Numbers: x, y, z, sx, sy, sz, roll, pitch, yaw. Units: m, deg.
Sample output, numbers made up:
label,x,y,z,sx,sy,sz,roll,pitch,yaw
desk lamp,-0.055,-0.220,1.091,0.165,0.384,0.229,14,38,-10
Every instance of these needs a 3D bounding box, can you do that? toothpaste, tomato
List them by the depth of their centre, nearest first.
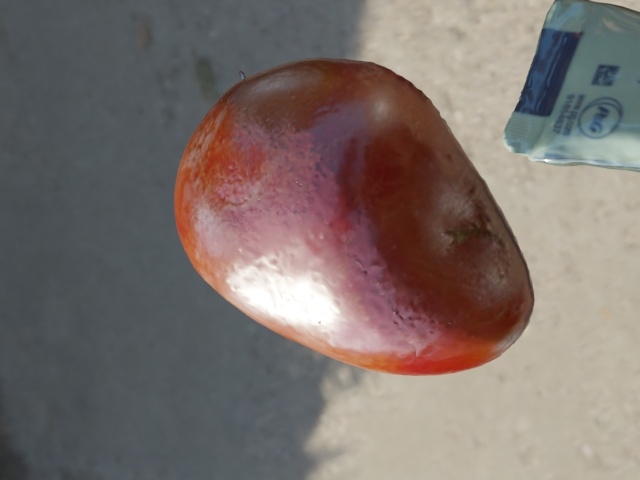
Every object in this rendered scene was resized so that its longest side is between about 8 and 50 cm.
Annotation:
label,x,y,z,sx,sy,sz,roll,pitch,yaw
toothpaste,0.159,-0.034,0.547,0.216,0.062,0.037,14,160,30
tomato,-0.001,0.006,0.835,0.174,0.082,0.166,-7,121,45
